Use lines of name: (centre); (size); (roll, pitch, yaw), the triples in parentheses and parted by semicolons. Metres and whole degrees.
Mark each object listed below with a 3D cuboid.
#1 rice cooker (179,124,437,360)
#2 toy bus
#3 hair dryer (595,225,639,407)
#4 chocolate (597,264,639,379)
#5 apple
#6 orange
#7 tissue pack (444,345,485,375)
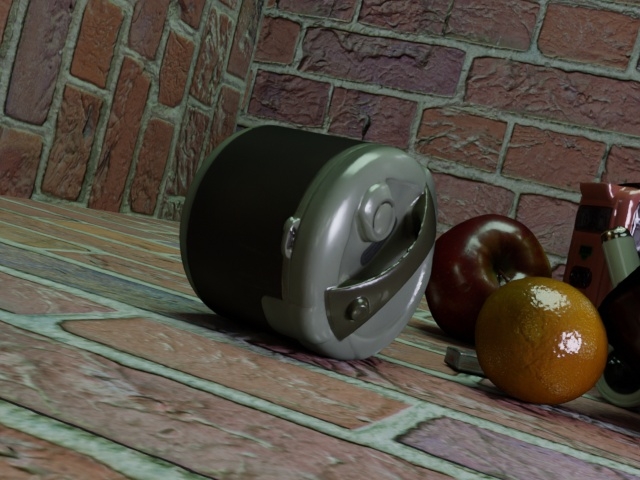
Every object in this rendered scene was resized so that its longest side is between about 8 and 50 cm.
rice cooker: (0.000, 0.000, 1.278); (0.325, 0.335, 0.335); (15, 2, 36)
toy bus: (0.617, 0.085, 1.767); (0.233, 0.427, 0.203); (11, 2, -16)
hair dryer: (0.572, 0.126, 1.581); (0.203, 0.362, 0.128); (12, -28, -41)
chocolate: (0.631, 0.132, 1.237); (0.331, 0.383, 0.383); (55, 21, 24)
apple: (0.359, 0.090, 1.908); (0.288, 0.288, 0.317); (14, -14, 1)
orange: (0.326, 0.149, 1.280); (0.206, 0.206, 0.206); (14, 2, 0)
tissue pack: (0.254, 0.202, 1.439); (0.083, 0.035, 0.063); (12, 3, -13)
